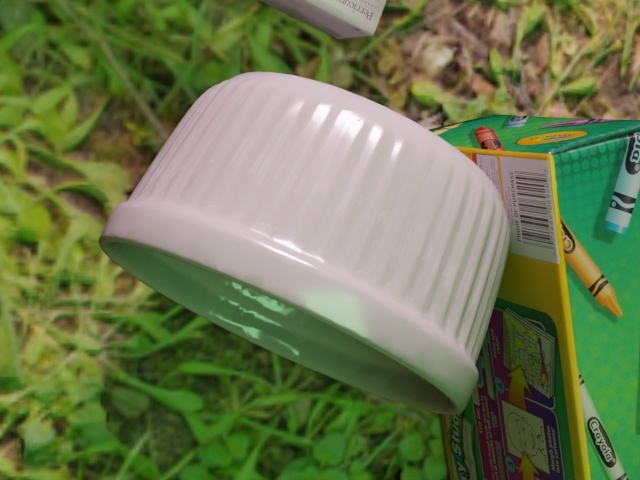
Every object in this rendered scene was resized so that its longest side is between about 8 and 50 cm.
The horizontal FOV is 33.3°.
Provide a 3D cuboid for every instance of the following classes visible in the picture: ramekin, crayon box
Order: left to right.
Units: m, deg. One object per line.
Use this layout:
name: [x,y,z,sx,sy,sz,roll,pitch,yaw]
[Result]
ramekin: [0.000,0.000,0.564,0.207,0.207,0.109,30,77,-23]
crayon box: [0.138,0.069,0.645,0.081,0.165,0.279,-14,103,-21]

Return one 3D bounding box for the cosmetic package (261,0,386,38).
cosmetic package: [-0.065,-0.202,0.580,0.239,0.060,0.099,22,87,-23]
